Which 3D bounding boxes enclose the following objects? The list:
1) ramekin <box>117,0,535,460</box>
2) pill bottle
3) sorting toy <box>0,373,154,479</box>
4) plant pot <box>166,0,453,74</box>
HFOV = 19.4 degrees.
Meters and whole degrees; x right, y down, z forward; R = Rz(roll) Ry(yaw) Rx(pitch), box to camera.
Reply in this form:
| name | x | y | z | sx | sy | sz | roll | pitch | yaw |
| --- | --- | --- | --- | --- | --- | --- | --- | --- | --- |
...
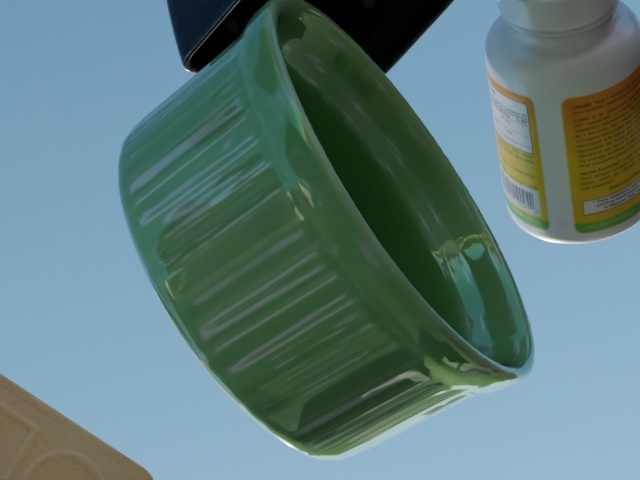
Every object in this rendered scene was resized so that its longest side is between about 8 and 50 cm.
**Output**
| name | x | y | z | sx | sy | sz | roll | pitch | yaw |
| --- | --- | --- | --- | --- | --- | --- | --- | --- | --- |
| ramekin | 0.000 | 0.000 | 1.262 | 0.148 | 0.303 | 0.303 | -33 | -42 | 17 |
| pill bottle | 0.215 | -0.130 | 1.615 | 0.136 | 0.136 | 0.246 | -29 | -49 | -19 |
| sorting toy | -0.247 | 0.206 | 1.402 | 0.208 | 0.038 | 0.193 | 38 | -123 | -15 |
| plant pot | -0.015 | -0.235 | 1.421 | 0.187 | 0.167 | 0.188 | 10 | -46 | -46 |
